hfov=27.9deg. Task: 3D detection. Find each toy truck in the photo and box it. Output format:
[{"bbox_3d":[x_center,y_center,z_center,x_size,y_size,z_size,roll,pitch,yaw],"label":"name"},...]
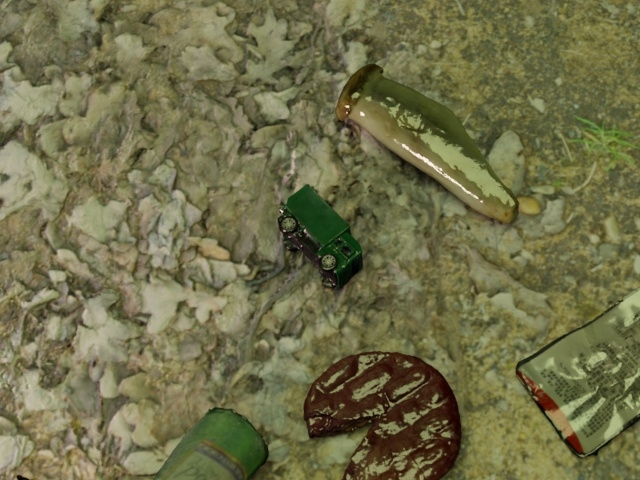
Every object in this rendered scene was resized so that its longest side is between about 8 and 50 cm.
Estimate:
[{"bbox_3d":[0.000,0.000,1.861,0.079,0.065,0.147,-36,63,-15],"label":"toy truck"}]

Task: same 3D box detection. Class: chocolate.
[{"bbox_3d":[-0.183,0.343,1.639,0.110,0.110,0.291,25,47,18],"label":"chocolate"}]

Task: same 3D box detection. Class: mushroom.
[{"bbox_3d":[0.167,-0.147,1.905,0.333,0.087,0.107,35,76,18],"label":"mushroom"}]

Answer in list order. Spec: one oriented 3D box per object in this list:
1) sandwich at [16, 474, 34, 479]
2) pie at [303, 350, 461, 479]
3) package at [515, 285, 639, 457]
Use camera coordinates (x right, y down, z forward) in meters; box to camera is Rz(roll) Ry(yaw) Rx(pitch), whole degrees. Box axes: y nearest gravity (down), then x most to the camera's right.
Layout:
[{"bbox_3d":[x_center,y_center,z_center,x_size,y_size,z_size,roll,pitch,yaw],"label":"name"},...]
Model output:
[{"bbox_3d":[-0.333,0.467,1.636,0.292,0.109,0.212,32,67,19],"label":"sandwich"},{"bbox_3d":[0.087,0.250,1.732,0.204,0.054,0.218,-18,61,-2],"label":"pie"},{"bbox_3d":[0.399,0.174,1.742,0.232,0.040,0.166,-35,61,-2],"label":"package"}]
